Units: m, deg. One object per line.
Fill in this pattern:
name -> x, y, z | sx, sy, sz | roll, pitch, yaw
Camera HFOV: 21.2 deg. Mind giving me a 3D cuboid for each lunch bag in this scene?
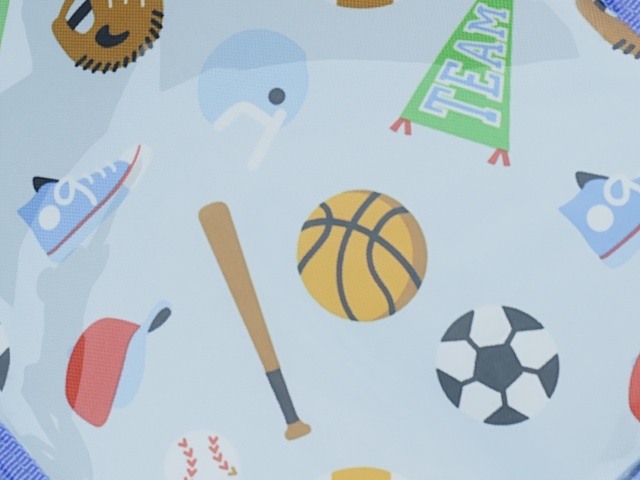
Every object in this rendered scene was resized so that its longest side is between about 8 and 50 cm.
lunch bag -> 0.000, 0.000, 0.759 | 0.328, 0.239, 0.385 | -47, 59, 1
